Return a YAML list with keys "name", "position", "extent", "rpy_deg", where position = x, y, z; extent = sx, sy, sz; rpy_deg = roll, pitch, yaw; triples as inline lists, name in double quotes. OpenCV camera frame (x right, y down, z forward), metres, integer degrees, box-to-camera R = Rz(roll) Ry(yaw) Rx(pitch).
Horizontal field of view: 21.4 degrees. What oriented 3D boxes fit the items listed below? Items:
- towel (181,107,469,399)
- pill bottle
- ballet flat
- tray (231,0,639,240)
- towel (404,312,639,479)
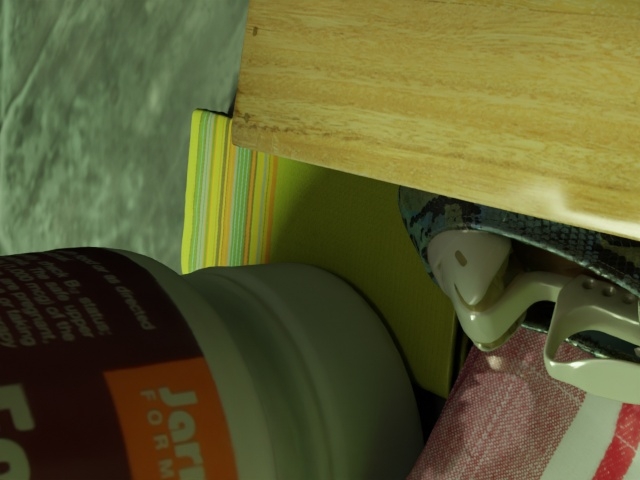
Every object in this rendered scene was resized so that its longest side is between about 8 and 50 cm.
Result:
- name: "towel"
  position: [0.000, 0.000, 0.865]
  extent: [0.237, 0.021, 0.102]
  rpy_deg: [21, 110, 51]
- name: "pill bottle"
  position: [-0.160, 0.119, 0.746]
  extent: [0.224, 0.392, 0.224]
  rpy_deg: [10, 103, 53]
- name: "ballet flat"
  position: [0.092, 0.021, 0.656]
  extent: [0.188, 0.070, 0.070]
  rpy_deg: [19, 104, 38]
- name: "tray"
  position: [0.172, -0.026, 0.476]
  extent: [0.411, 0.202, 0.076]
  rpy_deg: [18, 101, 53]
- name: "towel"
  position: [0.117, 0.189, 0.630]
  extent: [0.329, 0.037, 0.237]
  rpy_deg: [38, 103, 47]
